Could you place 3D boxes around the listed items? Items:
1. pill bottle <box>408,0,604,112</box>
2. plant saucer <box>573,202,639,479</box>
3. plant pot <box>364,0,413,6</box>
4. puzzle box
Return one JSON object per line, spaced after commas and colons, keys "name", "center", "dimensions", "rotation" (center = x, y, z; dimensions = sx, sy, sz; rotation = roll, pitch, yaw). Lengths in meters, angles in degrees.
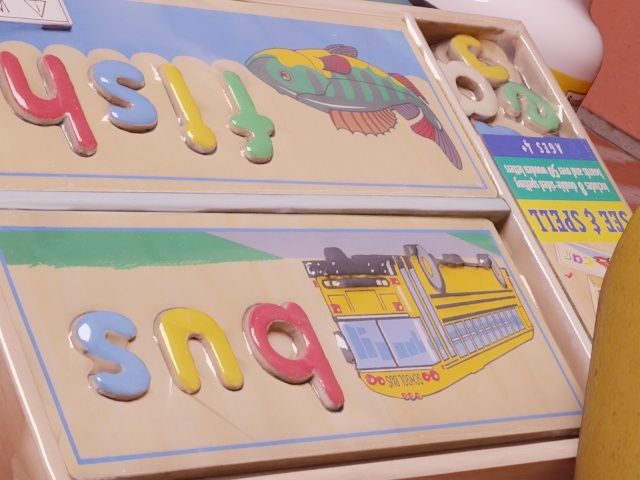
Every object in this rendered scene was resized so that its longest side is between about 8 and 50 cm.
{"name": "pill bottle", "center": [0.086, -0.106, 1.266], "dimensions": [0.188, 0.334, 0.188], "rotation": [26, 15, -7]}
{"name": "plant saucer", "center": [0.214, 0.150, 0.791], "dimensions": [0.333, 0.333, 0.081], "rotation": [16, -9, -41]}
{"name": "plant pot", "center": [-0.017, -0.039, 1.052], "dimensions": [0.255, 0.271, 0.272], "rotation": [40, 10, -20]}
{"name": "puzzle box", "center": [0.000, 0.000, 0.781], "dimensions": [0.409, 0.052, 0.272], "rotation": [-1, 56, -42]}
